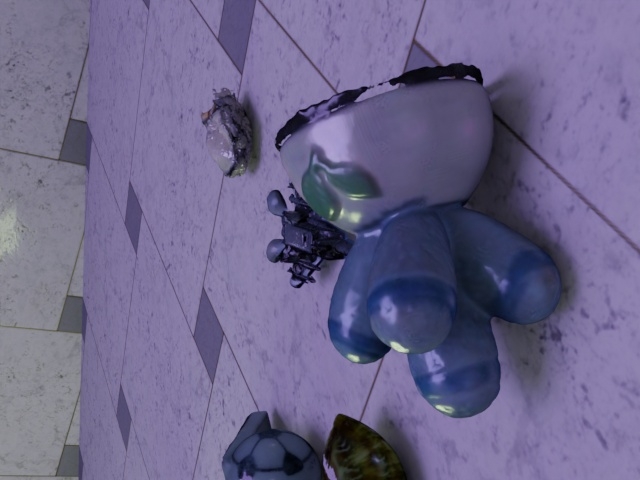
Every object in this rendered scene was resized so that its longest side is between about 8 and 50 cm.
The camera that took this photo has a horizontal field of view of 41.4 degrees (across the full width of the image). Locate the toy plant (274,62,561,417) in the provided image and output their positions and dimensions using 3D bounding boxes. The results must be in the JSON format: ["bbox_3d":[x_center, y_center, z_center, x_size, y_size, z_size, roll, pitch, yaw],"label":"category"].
[{"bbox_3d":[0.104,0.015,0.861,0.247,0.247,0.332,-32,72,61],"label":"toy plant"}]

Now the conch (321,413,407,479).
[{"bbox_3d":[0.052,0.338,1.102,0.181,0.124,0.187,101,-179,-49],"label":"conch"}]

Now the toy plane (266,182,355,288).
[{"bbox_3d":[-0.007,0.001,1.216,0.246,0.078,0.169,25,115,61],"label":"toy plane"}]

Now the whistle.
[{"bbox_3d":[-0.068,0.362,1.351,0.289,0.164,0.163,-53,-34,-74],"label":"whistle"}]

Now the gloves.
[{"bbox_3d":[-0.159,-0.190,1.516,0.114,0.070,0.153,-48,51,48],"label":"gloves"}]
